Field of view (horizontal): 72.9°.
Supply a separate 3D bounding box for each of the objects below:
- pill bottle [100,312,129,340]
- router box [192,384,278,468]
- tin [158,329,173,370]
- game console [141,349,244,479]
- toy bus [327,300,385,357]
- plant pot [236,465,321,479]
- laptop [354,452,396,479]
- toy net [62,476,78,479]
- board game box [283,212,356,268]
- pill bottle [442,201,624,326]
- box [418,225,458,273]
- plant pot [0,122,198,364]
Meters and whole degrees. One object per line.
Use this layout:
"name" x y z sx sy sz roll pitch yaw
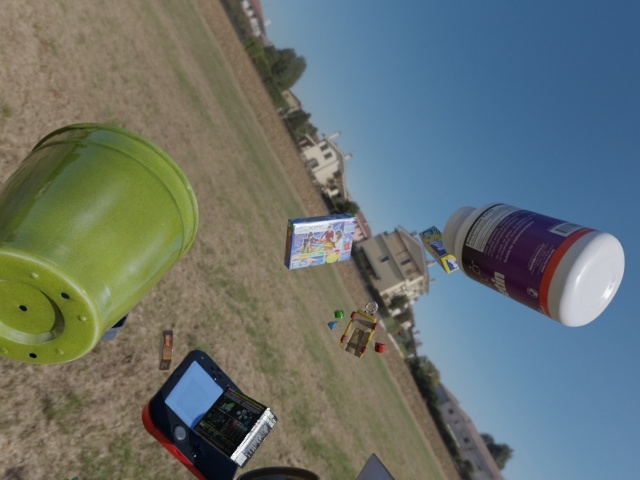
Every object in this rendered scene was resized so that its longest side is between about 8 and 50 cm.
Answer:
"pill bottle" -0.593 0.198 1.231 0.094 0.169 0.094 24 18 -8
"router box" -0.142 0.305 0.721 0.123 0.092 0.038 6 -44 46
"tin" -0.521 0.370 1.457 0.189 0.040 0.106 123 -41 -48
"game console" -0.354 0.543 1.359 0.342 0.060 0.386 45 15 -6
"toy bus" 0.149 0.318 1.574 0.190 0.202 0.104 69 21 -1
"plant pot" -0.117 0.720 1.204 0.237 0.238 0.109 50 39 -75
"laptop" -0.075 0.557 0.825 0.382 0.408 0.236 93 -1 -72
"toy net" -0.529 0.556 0.794 0.122 0.045 0.232 49 41 6
"board game box" 0.000 0.000 1.201 0.035 0.201 0.136 38 -53 50
"pill bottle" 0.408 0.029 0.885 0.323 0.182 0.181 33 -24 56
"box" 0.334 0.022 1.208 0.059 0.054 0.169 60 4 -25
"plant pot" -0.450 0.019 0.796 0.353 0.367 0.366 -90 154 -57
